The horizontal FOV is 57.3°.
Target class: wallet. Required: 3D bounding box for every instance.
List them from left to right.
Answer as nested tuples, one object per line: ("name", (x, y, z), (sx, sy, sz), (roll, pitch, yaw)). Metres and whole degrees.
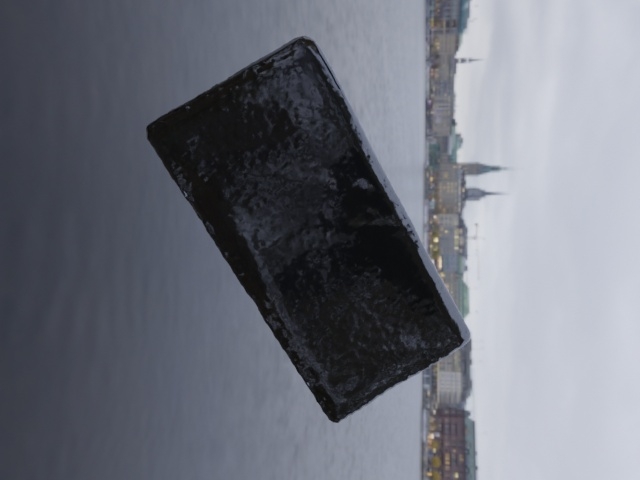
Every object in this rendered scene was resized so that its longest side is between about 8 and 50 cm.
("wallet", (0.000, 0.000, 0.399), (0.244, 0.124, 0.025), (59, 1, -14))
